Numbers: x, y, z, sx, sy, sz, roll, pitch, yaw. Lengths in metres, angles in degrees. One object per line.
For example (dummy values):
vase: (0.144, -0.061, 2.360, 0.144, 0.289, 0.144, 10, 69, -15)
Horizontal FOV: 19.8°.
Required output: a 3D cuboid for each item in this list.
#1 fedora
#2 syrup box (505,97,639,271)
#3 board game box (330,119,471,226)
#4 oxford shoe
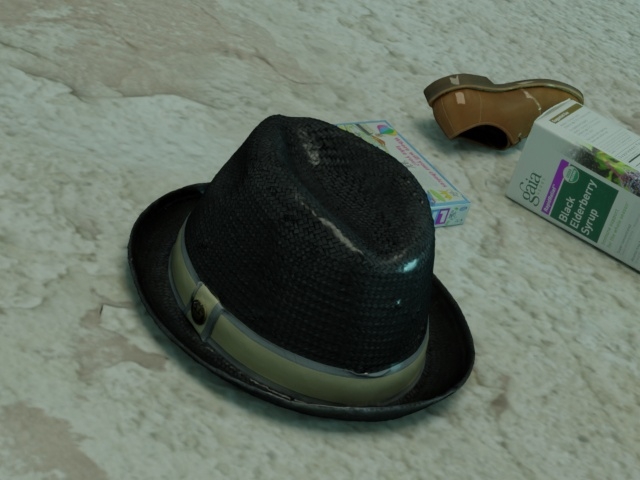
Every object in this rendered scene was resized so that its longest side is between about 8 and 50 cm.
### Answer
fedora: (0.000, 0.000, 1.556, 0.334, 0.152, 0.334, 14, 31, -9)
syrup box: (0.316, -0.041, 1.845, 0.237, 0.093, 0.096, 31, 33, 19)
board game box: (0.063, -0.065, 1.814, 0.103, 0.026, 0.154, -7, 39, -36)
oxford shoe: (0.204, -0.131, 1.973, 0.212, 0.076, 0.076, -3, 67, -36)
